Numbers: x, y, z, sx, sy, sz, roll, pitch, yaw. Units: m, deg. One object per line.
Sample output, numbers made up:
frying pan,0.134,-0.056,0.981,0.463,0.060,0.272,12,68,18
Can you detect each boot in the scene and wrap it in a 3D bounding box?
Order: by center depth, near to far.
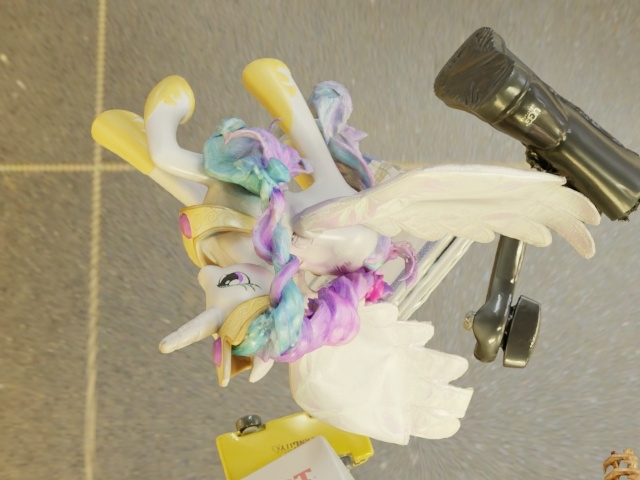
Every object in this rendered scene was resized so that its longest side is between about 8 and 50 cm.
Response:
boot,0.234,-0.118,1.578,0.207,0.246,0.094,39,98,-17

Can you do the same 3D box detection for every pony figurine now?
pony figurine,0.000,0.000,1.235,0.351,0.363,0.303,6,126,-27

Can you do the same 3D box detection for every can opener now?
can opener,0.190,0.036,1.506,0.073,0.059,0.186,11,79,-7

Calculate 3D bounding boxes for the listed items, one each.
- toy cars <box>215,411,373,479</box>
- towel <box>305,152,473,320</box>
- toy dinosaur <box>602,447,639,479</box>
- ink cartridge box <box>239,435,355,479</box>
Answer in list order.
toy cars,-0.087,0.348,1.832,0.176,0.087,0.394,29,65,14
towel,0.033,0.018,1.457,0.034,0.285,0.209,41,88,-26
toy dinosaur,0.193,0.300,0.897,0.164,0.218,0.322,32,60,-11
ink cartridge box,-0.022,0.334,1.135,0.223,0.129,0.307,-29,41,0
